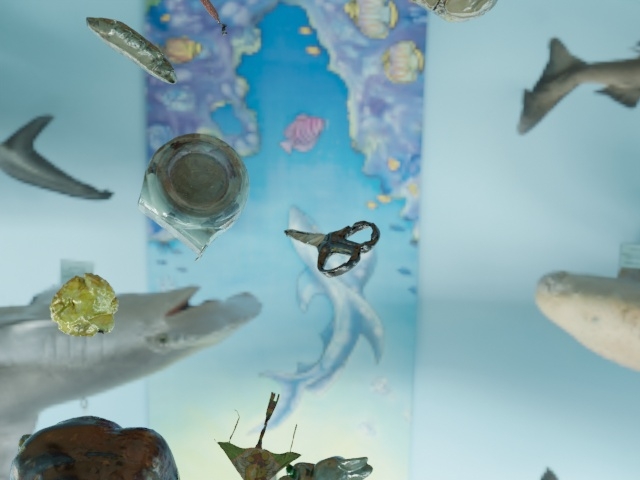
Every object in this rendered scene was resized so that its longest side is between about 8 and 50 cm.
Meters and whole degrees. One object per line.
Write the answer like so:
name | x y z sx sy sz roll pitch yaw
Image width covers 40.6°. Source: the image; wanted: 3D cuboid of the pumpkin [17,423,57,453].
pumpkin | -0.619 0.549 2.039 0.295 0.296 0.296 1 -171 0

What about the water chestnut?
water chestnut | -0.351 0.411 1.374 0.244 0.289 0.289 -4 -169 -43

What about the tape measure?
tape measure | -0.309 -0.121 2.109 0.256 0.275 0.147 38 157 -2

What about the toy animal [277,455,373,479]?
toy animal | 0.007 0.530 1.893 0.251 0.127 0.125 -30 -137 11

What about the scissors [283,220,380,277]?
scissors | 0.000 0.000 1.370 0.109 0.022 0.300 -46 -157 -12

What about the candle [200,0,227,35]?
candle | -0.246 -0.512 1.863 0.026 0.167 0.021 -32 -146 7

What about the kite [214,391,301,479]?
kite | -0.133 0.438 1.902 0.197 0.006 0.244 13 -130 -3

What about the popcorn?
popcorn | -0.289 0.080 1.074 0.084 0.084 0.084 1 -171 0

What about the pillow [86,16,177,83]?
pillow | -0.415 -0.435 1.939 0.241 0.051 0.093 35 152 -18

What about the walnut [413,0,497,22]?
walnut | 0.243 -0.479 1.484 0.178 0.231 0.178 16 154 8
